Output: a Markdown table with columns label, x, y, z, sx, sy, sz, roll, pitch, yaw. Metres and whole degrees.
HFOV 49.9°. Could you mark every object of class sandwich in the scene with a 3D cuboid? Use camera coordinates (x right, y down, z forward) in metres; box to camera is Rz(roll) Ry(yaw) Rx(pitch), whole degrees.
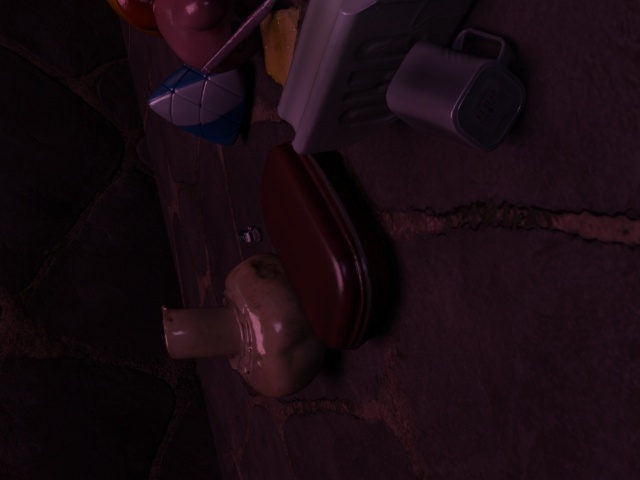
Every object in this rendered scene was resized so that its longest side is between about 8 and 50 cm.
| label | x | y | z | sx | sy | sz | roll | pitch | yaw |
| --- | --- | --- | --- | --- | --- | --- | --- | --- | --- |
| sandwich | -0.049 | -0.344 | 1.261 | 0.193 | 0.058 | 0.163 | 26 | 127 | 62 |

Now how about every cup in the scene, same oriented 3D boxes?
| label | x | y | z | sx | sy | sz | roll | pitch | yaw |
| --- | --- | --- | --- | --- | --- | --- | --- | --- | --- |
| cup | 0.160 | -0.177 | 0.780 | 0.128 | 0.095 | 0.129 | -58 | 36 | 5 |

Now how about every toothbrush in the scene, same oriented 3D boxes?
| label | x | y | z | sx | sy | sz | roll | pitch | yaw |
| --- | --- | --- | --- | --- | --- | --- | --- | --- | --- |
| toothbrush | -0.116 | -0.397 | 1.242 | 0.354 | 0.024 | 0.029 | -31 | 51 | 41 |

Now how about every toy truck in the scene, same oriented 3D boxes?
| label | x | y | z | sx | sy | sz | roll | pitch | yaw |
| --- | --- | --- | --- | --- | --- | --- | --- | --- | --- |
| toy truck | -0.186 | -0.013 | 1.801 | 0.083 | 0.044 | 0.039 | -171 | 67 | -68 |

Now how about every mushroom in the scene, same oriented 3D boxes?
| label | x | y | z | sx | sy | sz | roll | pitch | yaw |
| --- | --- | --- | --- | --- | --- | --- | --- | --- | --- |
| mushroom | -0.164 | 0.191 | 1.467 | 0.314 | 0.336 | 0.315 | 176 | 90 | -73 |

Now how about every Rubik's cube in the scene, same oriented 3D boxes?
| label | x | y | z | sx | sy | sz | roll | pitch | yaw |
| --- | --- | --- | --- | --- | --- | --- | --- | --- | --- |
| Rubik's cube | -0.245 | -0.387 | 1.651 | 0.254 | 0.254 | 0.255 | 168 | 90 | -69 |

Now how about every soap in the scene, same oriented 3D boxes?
| label | x | y | z | sx | sy | sz | roll | pitch | yaw |
| --- | --- | --- | --- | --- | --- | --- | --- | --- | --- |
| soap | 0.060 | -0.236 | 0.882 | 0.289 | 0.172 | 0.095 | 118 | 135 | -58 |

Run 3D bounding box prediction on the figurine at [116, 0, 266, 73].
| label | x | y | z | sx | sy | sz | roll | pitch | yaw |
| --- | --- | --- | --- | --- | --- | --- | --- | --- | --- |
| figurine | -0.225 | -0.456 | 1.407 | 0.261 | 0.269 | 0.211 | 26 | 144 | 34 |

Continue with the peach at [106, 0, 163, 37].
| label | x | y | z | sx | sy | sz | roll | pitch | yaw |
| --- | --- | --- | --- | --- | --- | --- | --- | --- | --- |
| peach | -0.357 | -0.623 | 1.600 | 0.307 | 0.289 | 0.289 | -15 | 87 | 36 |

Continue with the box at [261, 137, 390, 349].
| label | x | y | z | sx | sy | sz | roll | pitch | yaw |
| --- | --- | --- | --- | --- | --- | --- | --- | --- | --- |
| box | 0.000 | 0.000 | 1.249 | 0.263 | 0.108 | 0.404 | 102 | 148 | -48 |
